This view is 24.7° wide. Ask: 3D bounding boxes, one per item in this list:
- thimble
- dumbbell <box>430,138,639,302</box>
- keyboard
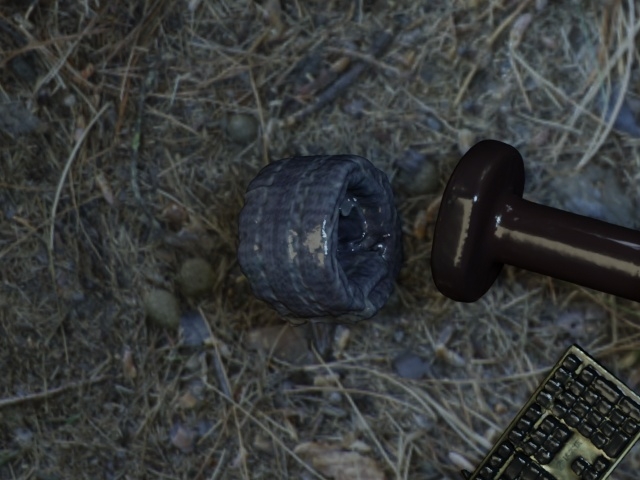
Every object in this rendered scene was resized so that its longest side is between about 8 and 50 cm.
[{"bbox_3d":[0.001,-0.002,1.268,0.097,0.150,0.150,-3,98,28],"label":"thimble"},{"bbox_3d":[0.210,0.008,1.179,0.225,0.124,0.140,16,106,23],"label":"dumbbell"},{"bbox_3d":[0.167,0.236,1.296,0.106,0.027,0.317,39,114,15],"label":"keyboard"}]
